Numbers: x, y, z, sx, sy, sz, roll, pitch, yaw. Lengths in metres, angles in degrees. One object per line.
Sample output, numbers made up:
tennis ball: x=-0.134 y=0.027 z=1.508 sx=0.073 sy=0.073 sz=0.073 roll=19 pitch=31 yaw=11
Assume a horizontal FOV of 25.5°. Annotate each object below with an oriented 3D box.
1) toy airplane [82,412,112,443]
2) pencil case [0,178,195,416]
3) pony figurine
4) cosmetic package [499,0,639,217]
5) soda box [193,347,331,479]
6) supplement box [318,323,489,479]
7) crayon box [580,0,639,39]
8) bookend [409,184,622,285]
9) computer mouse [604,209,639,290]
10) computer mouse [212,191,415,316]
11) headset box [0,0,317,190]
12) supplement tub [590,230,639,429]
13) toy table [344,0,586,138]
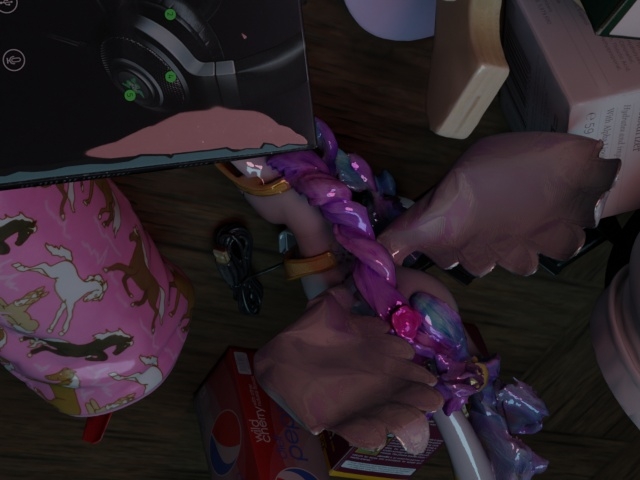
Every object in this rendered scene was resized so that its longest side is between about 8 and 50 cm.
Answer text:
toy airplane: x=-0.202 y=0.114 z=1.290 sx=0.028 sy=0.151 sz=0.151 roll=32 pitch=121 yaw=-26
pencil case: x=-0.242 y=-0.004 z=1.097 sx=0.167 sy=0.160 sz=0.386 roll=4 pitch=151 yaw=28
pony figurine: x=0.059 y=0.055 z=1.119 sx=0.303 sy=0.351 sz=0.363 roll=-43 pitch=129 yaw=-19
cosmetic package: x=0.255 y=-0.130 z=1.140 sx=0.183 sy=0.151 sz=0.151 roll=-14 pitch=143 yaw=-5
soda box: x=-0.049 y=0.236 z=1.368 sx=0.083 sy=0.263 sz=0.092 roll=12 pitch=132 yaw=-30
supplement box: x=0.087 y=0.169 z=1.487 sx=0.104 sy=0.081 sz=0.188 roll=12 pitch=133 yaw=-31
crayon box: x=0.274 y=-0.256 z=0.840 sx=0.362 sy=0.313 sz=0.106 roll=1 pitch=146 yaw=-29
bookend: x=0.178 y=-0.008 z=1.319 sx=0.157 sy=0.072 sz=0.156 roll=-34 pitch=139 yaw=20
computer mouse: x=0.332 y=-0.009 z=1.309 sx=0.272 sy=0.072 sz=0.188 roll=-52 pitch=145 yaw=-23
computer mouse: x=0.000 y=0.000 z=1.284 sx=0.193 sy=0.042 sz=0.106 roll=-19 pitch=130 yaw=6
headset box: x=-0.144 y=-0.161 z=0.866 sx=0.283 sy=0.246 sz=0.131 roll=-9 pitch=-176 yaw=-12
supplement tub: x=0.383 y=0.016 z=1.048 sx=0.241 sy=0.241 sz=0.331 roll=12 pitch=136 yaw=-32
toy table: x=0.124 y=-0.211 z=0.989 sx=0.252 sy=0.161 sz=0.274 roll=-2 pitch=138 yaw=-19
